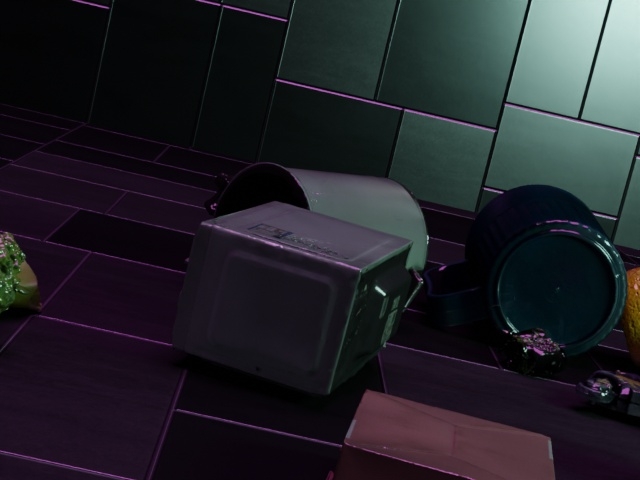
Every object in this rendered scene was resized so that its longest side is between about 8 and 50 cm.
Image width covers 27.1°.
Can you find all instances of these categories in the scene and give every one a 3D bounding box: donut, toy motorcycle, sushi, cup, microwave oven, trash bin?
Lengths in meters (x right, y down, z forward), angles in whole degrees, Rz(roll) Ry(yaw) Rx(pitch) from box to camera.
[{"bbox_3d":[0.527,0.126,2.169,0.078,0.181,0.146,-5,4,16],"label":"donut"},{"bbox_3d":[0.443,0.217,1.851,0.193,0.061,0.124,11,7,-1],"label":"toy motorcycle"},{"bbox_3d":[0.312,0.169,1.976,0.084,0.056,0.083,8,18,-34],"label":"sushi"},{"bbox_3d":[0.339,0.042,2.184,0.308,0.242,0.292,16,12,-2],"label":"cup"},{"bbox_3d":[-0.029,0.072,1.681,0.237,0.181,0.295,17,11,13],"label":"microwave oven"},{"bbox_3d":[0.000,0.000,2.022,0.262,0.217,0.277,3,34,-47],"label":"trash bin"}]

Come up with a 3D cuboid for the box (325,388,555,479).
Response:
[{"bbox_3d":[0.119,0.229,1.269,0.215,0.086,0.215,15,11,6],"label":"box"}]

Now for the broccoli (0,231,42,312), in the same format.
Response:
[{"bbox_3d":[-0.432,0.005,1.512,0.302,0.186,0.254,1,5,-28],"label":"broccoli"}]
